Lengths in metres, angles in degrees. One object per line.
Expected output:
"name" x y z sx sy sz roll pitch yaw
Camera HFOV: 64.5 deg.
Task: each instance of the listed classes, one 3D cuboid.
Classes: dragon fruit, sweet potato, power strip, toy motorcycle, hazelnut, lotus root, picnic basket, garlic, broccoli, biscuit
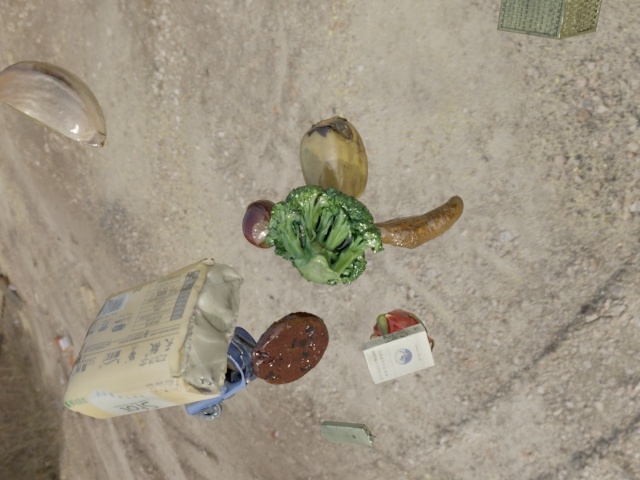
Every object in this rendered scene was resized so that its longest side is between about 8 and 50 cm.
"dragon fruit" 0.296 0.369 1.867 0.227 0.224 0.224 51 136 33
"sweet potato" 0.275 -0.035 1.484 0.092 0.341 0.114 -153 47 -71
"power strip" 0.092 0.641 1.689 0.226 0.029 0.080 -12 112 40
"toy motorcycle" -0.248 0.309 1.251 0.358 0.125 0.213 -31 103 23
"hazelnut" -0.233 -0.067 2.070 0.160 0.170 0.202 -128 53 -83
"lotus root" 0.043 -0.175 1.371 0.182 0.182 0.310 7 115 49
"picnic basket" 0.540 -0.573 1.193 0.196 0.134 0.154 44 147 50
"garlic" -0.441 -0.237 0.850 0.102 0.195 0.087 -65 19 -6
"broccoli" 0.000 0.000 1.181 0.261 0.242 0.269 -35 119 30
"biscuit" -0.064 0.232 1.090 0.049 0.191 0.192 46 134 40

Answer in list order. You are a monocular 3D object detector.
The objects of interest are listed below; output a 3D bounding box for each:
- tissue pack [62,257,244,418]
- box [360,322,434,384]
"tissue pack" -0.216 0.131 0.673 0.222 0.090 0.186 -18 45 26
"box" 0.099 0.145 0.648 0.024 0.083 0.054 -107 0 -74
